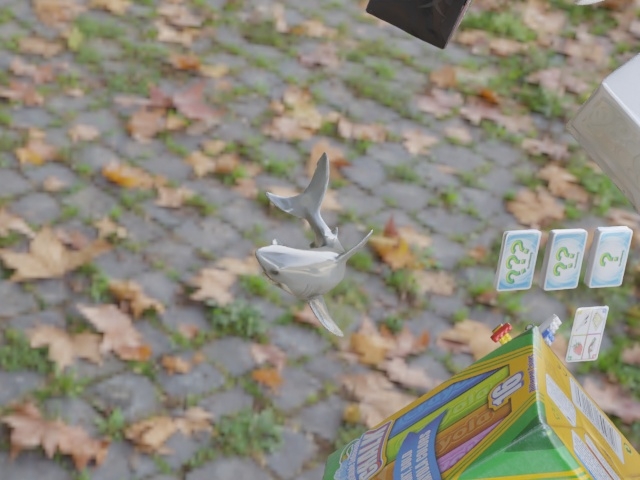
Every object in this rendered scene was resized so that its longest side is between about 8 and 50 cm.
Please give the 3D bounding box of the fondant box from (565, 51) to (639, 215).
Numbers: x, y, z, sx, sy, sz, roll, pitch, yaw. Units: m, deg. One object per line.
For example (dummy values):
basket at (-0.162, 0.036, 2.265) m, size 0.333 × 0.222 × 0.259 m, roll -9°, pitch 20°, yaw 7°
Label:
fondant box at (0.424, -0.115, 1.261) m, size 0.330 × 0.096 × 0.238 m, roll -35°, pitch 80°, yaw -21°

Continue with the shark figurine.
shark figurine at (0.014, 0.003, 1.738) m, size 0.166 × 0.116 × 0.278 m, roll 46°, pitch 20°, yaw -13°

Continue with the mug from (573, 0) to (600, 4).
mug at (0.244, -0.382, 1.102) m, size 0.374 × 0.328 × 0.276 m, roll -22°, pitch 1°, yaw -41°

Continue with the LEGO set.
LEGO set at (0.288, 0.106, 1.697) m, size 0.182 × 0.244 × 0.060 m, roll -2°, pitch 24°, yaw -25°

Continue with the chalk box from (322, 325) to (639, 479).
chalk box at (0.107, 0.241, 1.113) m, size 0.180 × 0.289 × 0.179 m, roll 50°, pitch 18°, yaw -13°

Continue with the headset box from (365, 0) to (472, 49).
headset box at (0.166, -0.377, 1.618) m, size 0.110 × 0.218 × 0.293 m, roll 26°, pitch 41°, yaw 4°
